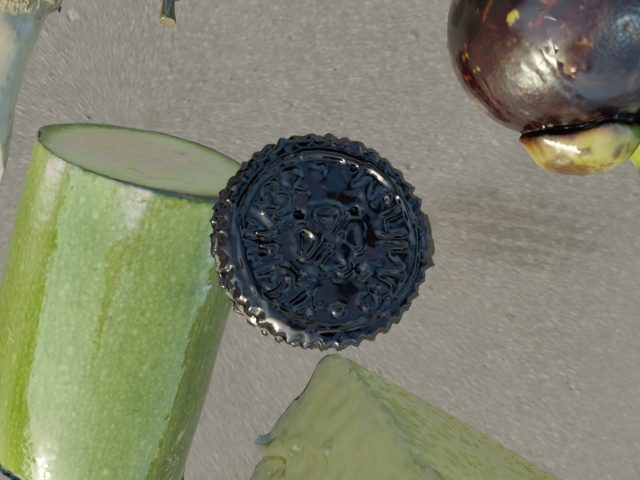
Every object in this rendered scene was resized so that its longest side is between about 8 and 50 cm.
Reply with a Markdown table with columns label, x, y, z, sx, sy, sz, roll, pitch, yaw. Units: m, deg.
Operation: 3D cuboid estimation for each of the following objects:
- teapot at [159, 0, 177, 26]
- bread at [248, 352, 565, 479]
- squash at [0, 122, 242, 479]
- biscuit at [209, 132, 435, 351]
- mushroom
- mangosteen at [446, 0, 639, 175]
| label | x | y | z | sx | sy | sz | roll | pitch | yaw |
| --- | --- | --- | --- | --- | --- | --- | --- | --- | --- |
| teapot | -0.151 | -0.274 | 1.087 | 0.085 | 0.080 | 0.110 | 12 | 49 | -32 |
| bread | 0.043 | 0.222 | 0.350 | 0.198 | 0.236 | 0.263 | 27 | 97 | -19 |
| squash | -0.236 | 0.083 | 1.174 | 0.263 | 0.263 | 0.384 | 13 | 106 | -12 |
| biscuit | 0.000 | 0.000 | 0.874 | 0.195 | 0.053 | 0.194 | 2 | 77 | -10 |
| mushroom | -0.288 | -0.152 | 0.929 | 0.071 | 0.084 | 0.209 | 13 | 92 | -33 |
| mangosteen | 0.191 | -0.125 | 0.678 | 0.192 | 0.192 | 0.217 | -34 | 100 | -6 |
